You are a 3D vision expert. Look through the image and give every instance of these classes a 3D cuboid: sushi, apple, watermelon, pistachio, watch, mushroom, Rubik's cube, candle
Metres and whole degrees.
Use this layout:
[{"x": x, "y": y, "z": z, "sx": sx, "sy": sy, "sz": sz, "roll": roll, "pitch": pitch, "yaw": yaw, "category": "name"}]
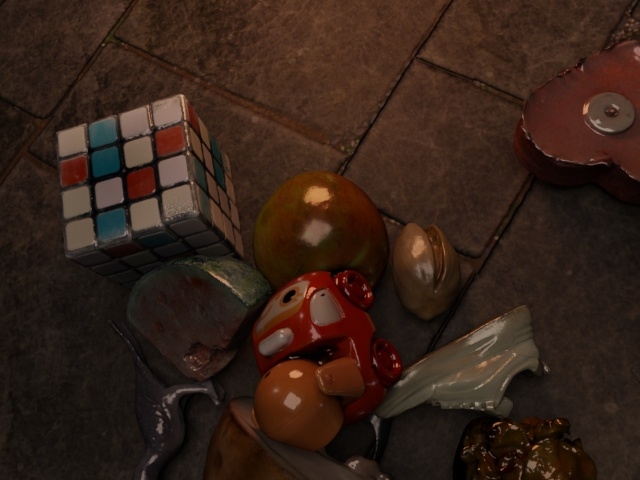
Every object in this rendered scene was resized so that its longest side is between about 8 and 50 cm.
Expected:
[{"x": 0.306, "y": 0.358, "z": 1.023, "sx": 0.200, "sy": 0.204, "sz": 0.213, "roll": -18, "pitch": 73, "yaw": 1, "category": "sushi"}, {"x": 0.000, "y": 0.000, "z": 1.228, "sx": 0.246, "sy": 0.246, "sz": 0.226, "roll": -21, "pitch": 47, "yaw": 4, "category": "apple"}, {"x": -0.187, "y": 0.127, "z": 1.196, "sx": 0.319, "sy": 0.148, "sz": 0.226, "roll": -11, "pitch": 99, "yaw": 40, "category": "watermelon"}, {"x": 0.184, "y": 0.050, "z": 1.212, "sx": 0.125, "sy": 0.124, "sz": 0.184, "roll": -6, "pitch": 54, "yaw": 10, "category": "pistachio"}, {"x": 0.015, "y": 0.333, "z": 1.170, "sx": 0.206, "sy": 0.068, "sz": 0.193, "roll": 37, "pitch": 85, "yaw": 25, "category": "watch"}, {"x": -0.094, "y": 0.479, "z": 1.032, "sx": 0.314, "sy": 0.224, "sz": 0.397, "roll": 28, "pitch": 96, "yaw": 19, "category": "mushroom"}, {"x": -0.310, "y": -0.076, "z": 1.281, "sx": 0.254, "sy": 0.259, "sz": 0.256, "roll": -15, "pitch": 68, "yaw": 8, "category": "Rubik's cube"}, {"x": 0.512, "y": -0.215, "z": 1.223, "sx": 0.317, "sy": 0.131, "sz": 0.287, "roll": 12, "pitch": 75, "yaw": 6, "category": "candle"}]

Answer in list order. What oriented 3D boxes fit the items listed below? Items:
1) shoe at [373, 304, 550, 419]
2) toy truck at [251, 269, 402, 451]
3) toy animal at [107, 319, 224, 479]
[{"x": 0.240, "y": 0.239, "z": 1.122, "sx": 0.316, "sy": 0.124, "sz": 0.159, "roll": -31, "pitch": 81, "yaw": -7, "category": "shoe"}, {"x": -0.021, "y": 0.176, "z": 1.032, "sx": 0.189, "sy": 0.239, "sz": 0.264, "roll": -37, "pitch": 67, "yaw": 31, "category": "toy truck"}, {"x": -0.276, "y": 0.289, "z": 1.239, "sx": 0.206, "sy": 0.081, "sz": 0.366, "roll": -15, "pitch": 64, "yaw": 5, "category": "toy animal"}]
